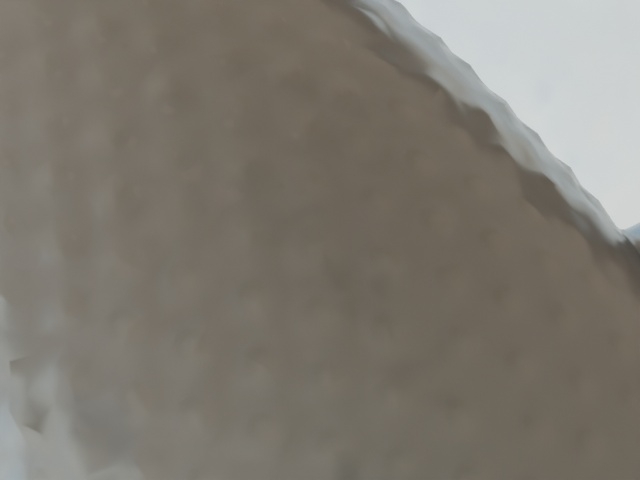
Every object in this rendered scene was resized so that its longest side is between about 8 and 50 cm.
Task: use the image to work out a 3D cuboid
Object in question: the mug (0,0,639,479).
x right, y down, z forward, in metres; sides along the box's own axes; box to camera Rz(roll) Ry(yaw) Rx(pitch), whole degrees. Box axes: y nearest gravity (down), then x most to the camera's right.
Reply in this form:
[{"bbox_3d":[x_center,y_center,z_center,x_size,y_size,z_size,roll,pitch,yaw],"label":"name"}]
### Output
[{"bbox_3d":[0.000,0.000,0.642,0.374,0.276,0.328,-40,-90,1],"label":"mug"}]
